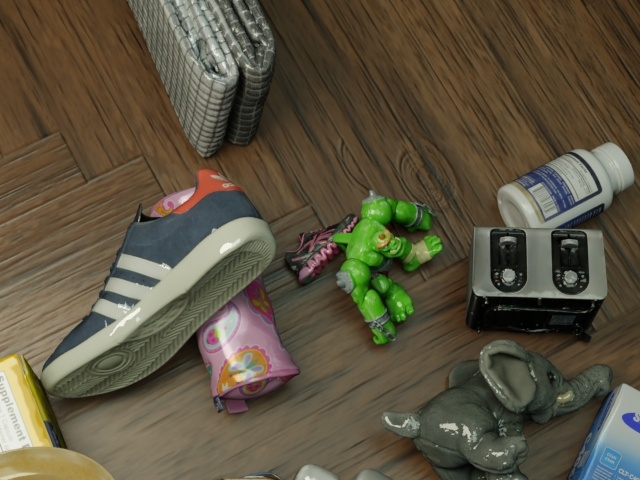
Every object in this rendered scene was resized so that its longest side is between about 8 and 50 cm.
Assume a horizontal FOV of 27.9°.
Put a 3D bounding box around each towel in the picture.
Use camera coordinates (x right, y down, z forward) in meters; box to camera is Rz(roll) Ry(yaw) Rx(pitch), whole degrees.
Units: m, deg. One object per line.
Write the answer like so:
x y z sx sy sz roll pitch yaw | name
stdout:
-0.157 -0.281 1.680 0.121 0.235 0.283 -21 76 -15 | towel

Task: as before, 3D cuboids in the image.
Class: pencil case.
-0.124 0.071 1.633 0.124 0.124 0.284 -18 76 -10 | pencil case

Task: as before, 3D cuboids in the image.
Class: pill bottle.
0.331 -0.065 1.725 0.169 0.094 0.094 -27 77 -12 | pill bottle

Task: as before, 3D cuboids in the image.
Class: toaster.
0.273 0.055 1.648 0.168 0.185 0.110 2 70 4 | toaster

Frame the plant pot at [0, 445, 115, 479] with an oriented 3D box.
-0.315 0.312 1.326 0.236 0.032 0.236 -5 40 4 | plant pot

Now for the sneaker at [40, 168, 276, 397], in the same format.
-0.213 0.050 1.550 0.350 0.131 0.148 -38 62 15 | sneaker

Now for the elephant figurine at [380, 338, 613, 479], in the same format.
0.230 0.199 1.620 0.169 0.186 0.239 5 51 42 | elephant figurine

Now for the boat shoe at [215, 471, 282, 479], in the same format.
-0.132 0.321 1.577 0.183 0.066 0.066 -19 75 -10 | boat shoe

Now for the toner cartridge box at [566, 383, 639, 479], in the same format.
0.493 0.338 1.620 0.348 0.075 0.165 28 71 4 | toner cartridge box

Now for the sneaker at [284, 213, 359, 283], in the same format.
0.000 0.000 1.706 0.057 0.047 0.119 40 72 20 | sneaker

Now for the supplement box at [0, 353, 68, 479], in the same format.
-0.468 0.301 1.489 0.357 0.195 0.194 -22 76 -10 | supplement box

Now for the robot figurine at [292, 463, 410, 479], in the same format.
0.102 0.402 1.502 0.353 0.199 0.300 29 44 5 | robot figurine

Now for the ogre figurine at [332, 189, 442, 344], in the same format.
0.081 0.024 1.667 0.118 0.097 0.197 35 83 -34 | ogre figurine
